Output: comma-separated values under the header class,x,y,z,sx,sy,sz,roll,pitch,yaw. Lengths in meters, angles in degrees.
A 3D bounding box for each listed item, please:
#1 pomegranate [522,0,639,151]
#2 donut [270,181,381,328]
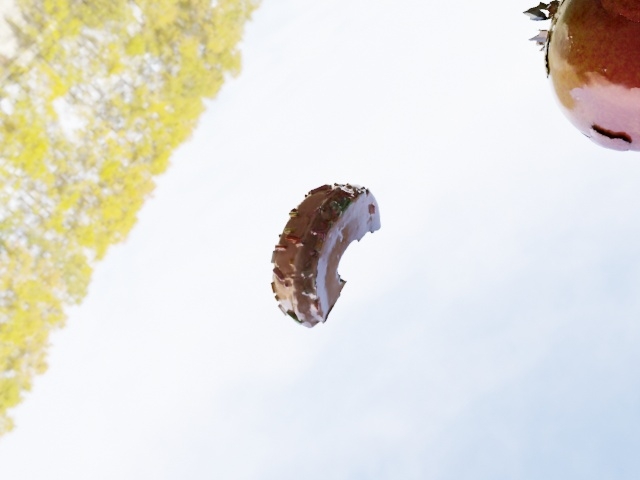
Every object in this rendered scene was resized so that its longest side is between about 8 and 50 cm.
class,x,y,z,sx,sy,sz,roll,pitch,yaw
pomegranate,0.319,-0.195,0.823,0.210,0.210,0.235,-45,-128,-7
donut,0.000,0.000,0.855,0.065,0.117,0.166,17,-119,27
